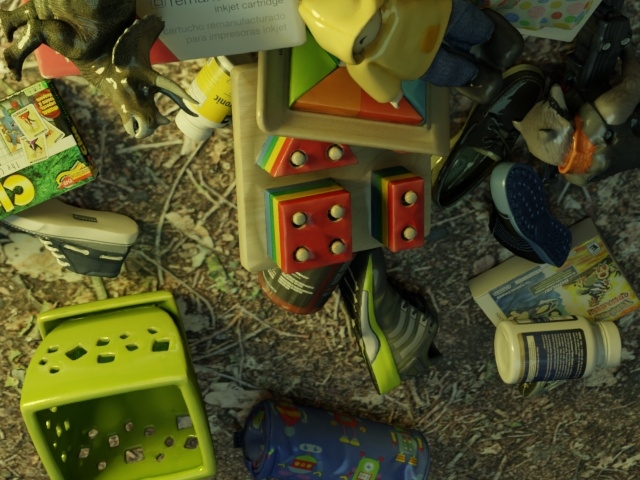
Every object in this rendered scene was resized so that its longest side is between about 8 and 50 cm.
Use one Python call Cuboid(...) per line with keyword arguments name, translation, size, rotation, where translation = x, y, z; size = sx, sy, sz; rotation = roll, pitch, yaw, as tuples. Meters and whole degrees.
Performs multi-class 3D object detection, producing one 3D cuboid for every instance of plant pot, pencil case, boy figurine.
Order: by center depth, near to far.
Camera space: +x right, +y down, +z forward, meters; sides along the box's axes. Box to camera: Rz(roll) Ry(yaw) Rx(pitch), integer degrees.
Cuboid(name="boy figurine", translation=(0.096, -0.221, 1.242), size=(0.285, 0.092, 0.177), rotation=(5, 121, -51))
Cuboid(name="plant pot", translation=(-0.276, 0.205, 1.668), size=(0.227, 0.207, 0.228), rotation=(-11, 132, -2))
Cuboid(name="pencil case", translation=(0.020, 0.339, 1.900), size=(0.306, 0.119, 0.133), rotation=(14, 98, -22))

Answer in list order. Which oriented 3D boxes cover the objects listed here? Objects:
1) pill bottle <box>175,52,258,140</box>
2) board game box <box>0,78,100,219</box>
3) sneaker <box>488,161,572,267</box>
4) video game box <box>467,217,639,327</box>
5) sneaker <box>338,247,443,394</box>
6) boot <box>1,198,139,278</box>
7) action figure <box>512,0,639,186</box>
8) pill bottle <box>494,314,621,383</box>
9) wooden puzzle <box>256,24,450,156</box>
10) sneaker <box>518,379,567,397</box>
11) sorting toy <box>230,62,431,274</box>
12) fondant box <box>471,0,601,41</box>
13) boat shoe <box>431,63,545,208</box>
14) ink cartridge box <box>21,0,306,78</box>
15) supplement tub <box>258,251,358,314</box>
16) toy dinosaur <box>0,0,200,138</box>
Cuboid(name="pill bottle", translation=(-0.126, -0.177, 1.452), size=(0.065, 0.065, 0.116), rotation=(24, 124, -28))
Cuboid(name="board game box", translation=(-0.416, -0.088, 1.467), size=(0.260, 0.030, 0.136), rotation=(-23, 108, 9))
Cuboid(name="sneaker", translation=(0.261, -0.035, 1.615), size=(0.090, 0.081, 0.232), rotation=(14, 158, 36))
Cuboid(name="video game box", translation=(0.351, 0.080, 1.785), size=(0.205, 0.048, 0.187), rotation=(-29, 133, 15))
Cuboid(name="sneaker", translation=(0.103, 0.098, 1.729), size=(0.121, 0.111, 0.300), rotation=(-22, 138, -5))
Cuboid(name="boot", translation=(-0.339, 0.000, 1.565), size=(0.190, 0.069, 0.086), rotation=(14, 122, -22))
Cuboid(name="action figure", translation=(0.402, -0.177, 1.484), size=(0.330, 0.178, 0.341), rotation=(-13, 136, -13))
Cuboid(name="pill bottle", translation=(0.349, 0.158, 1.759), size=(0.169, 0.094, 0.094), rotation=(-4, 132, -8))
Cuboid(name="wooden puzzle", translation=(0.045, -0.214, 1.361), size=(0.239, 0.221, 0.044), rotation=(7, 163, -19))
Cuboid(name="sneaker", translation=(0.372, 0.200, 1.901), size=(0.058, 0.052, 0.135), rotation=(10, 137, -31))
Cuboid(name="sorting toy", translation=(0.032, -0.093, 1.448), size=(0.257, 0.089, 0.255), rotation=(-11, 114, -22))
Cuboid(name="fondant box", translation=(0.174, -0.345, 1.295), size=(0.330, 0.096, 0.238), rotation=(7, 149, -15))
Cuboid(name="boat shoe", translation=(0.218, -0.128, 1.555), size=(0.080, 0.073, 0.223), rotation=(24, 123, -28))
Cuboid(name="ink cartridge box", translation=(-0.173, -0.375, 1.156), size=(0.279, 0.160, 0.384), rotation=(-7, 124, 1))
Cuboid(name="supplement tub", translation=(0.000, 0.000, 1.607), size=(0.106, 0.106, 0.198), rotation=(16, 126, -23))
Cuboid(name="toy dinosaur", translation=(-0.230, -0.243, 1.096), size=(0.160, 0.121, 0.313), rotation=(-17, 119, -5))
